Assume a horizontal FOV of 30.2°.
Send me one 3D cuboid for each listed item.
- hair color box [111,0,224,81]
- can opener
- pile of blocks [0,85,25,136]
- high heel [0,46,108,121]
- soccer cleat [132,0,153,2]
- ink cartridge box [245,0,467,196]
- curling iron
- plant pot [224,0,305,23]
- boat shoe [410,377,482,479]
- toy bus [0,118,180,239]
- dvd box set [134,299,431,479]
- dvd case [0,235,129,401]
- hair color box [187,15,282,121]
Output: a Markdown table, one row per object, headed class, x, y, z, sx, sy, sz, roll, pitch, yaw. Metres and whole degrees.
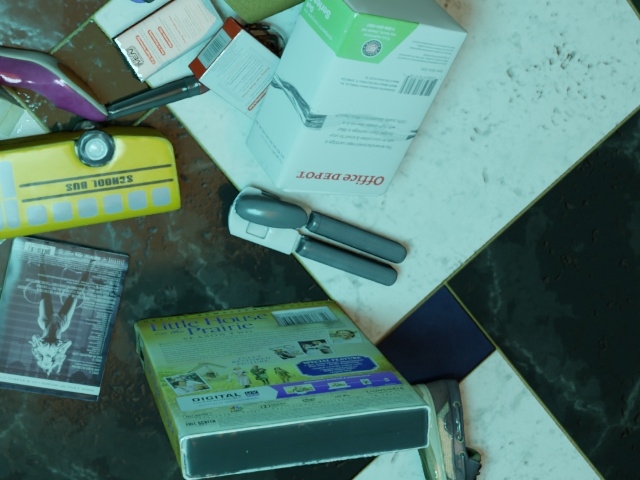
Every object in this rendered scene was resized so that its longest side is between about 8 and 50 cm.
| class | x | y | z | sx | sy | sz | roll | pitch | yaw |
| --- | --- | --- | --- | --- | --- | --- | --- | --- | --- |
| hair color box | -0.209 | -0.286 | 1.632 | 0.141 | 0.043 | 0.072 | -34 | 109 | -8 |
| can opener | 0.000 | 0.000 | 1.726 | 0.283 | 0.095 | 0.076 | 20 | 96 | -19 |
| pile of blocks | -0.548 | -0.215 | 1.453 | 0.362 | 0.149 | 0.112 | 33 | 99 | -1 |
| high heel | -0.408 | -0.204 | 1.578 | 0.244 | 0.082 | 0.117 | 34 | 102 | -25 |
| soccer cleat | -0.336 | -0.429 | 1.546 | 0.116 | 0.108 | 0.318 | -31 | 114 | 17 |
| ink cartridge box | 0.044 | -0.203 | 1.606 | 0.198 | 0.115 | 0.273 | 2 | 128 | -37 |
| curling iron | -0.178 | -0.231 | 1.658 | 0.274 | 0.035 | 0.068 | -27 | 95 | -7 |
| plant pot | -0.036 | -0.415 | 1.575 | 0.254 | 0.237 | 0.237 | -41 | 110 | 11 |
| boat shoe | 0.209 | 0.351 | 1.862 | 0.092 | 0.103 | 0.285 | -17 | 100 | -7 |
| toy bus | -0.366 | -0.084 | 1.597 | 0.332 | 0.108 | 0.130 | -10 | 107 | -14 |
| dvd box set | -0.069 | 0.182 | 1.574 | 0.307 | 0.420 | 0.062 | -5 | 106 | -16 |
| dvd case | -0.375 | 0.112 | 1.684 | 0.164 | 0.018 | 0.221 | 11 | 98 | -19 |
| hair color box | -0.090 | -0.223 | 1.640 | 0.093 | 0.053 | 0.167 | -48 | 130 | 9 |
